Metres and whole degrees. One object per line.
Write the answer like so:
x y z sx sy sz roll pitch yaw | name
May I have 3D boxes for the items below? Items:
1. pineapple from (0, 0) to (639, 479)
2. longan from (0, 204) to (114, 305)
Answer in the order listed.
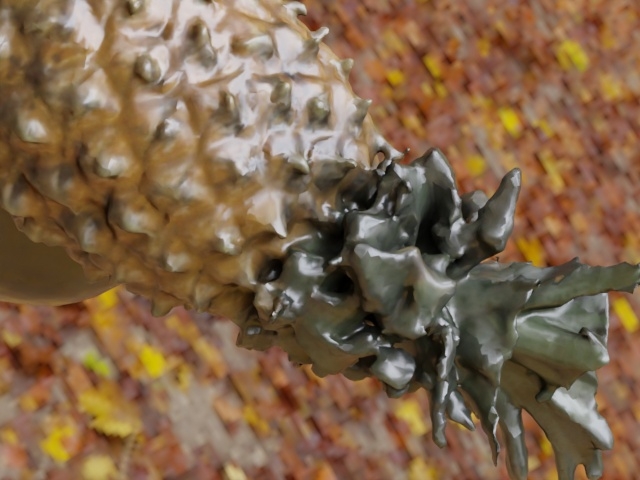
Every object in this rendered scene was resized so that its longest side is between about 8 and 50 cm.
0.000 0.000 0.804 0.340 0.169 0.169 38 28 -1 | pineapple
-0.152 -0.080 1.035 0.215 0.246 0.246 65 15 -44 | longan
